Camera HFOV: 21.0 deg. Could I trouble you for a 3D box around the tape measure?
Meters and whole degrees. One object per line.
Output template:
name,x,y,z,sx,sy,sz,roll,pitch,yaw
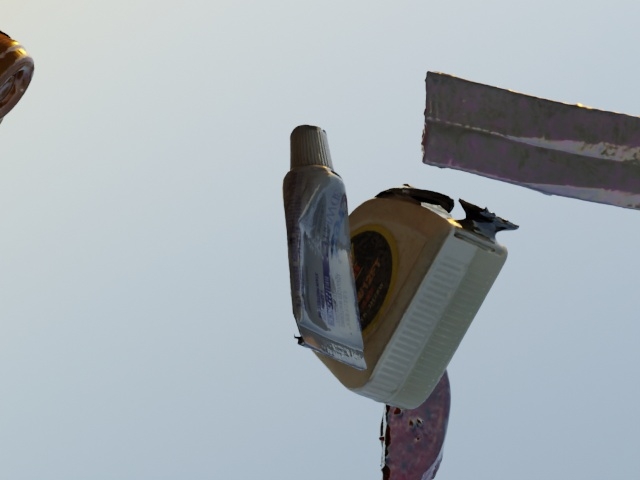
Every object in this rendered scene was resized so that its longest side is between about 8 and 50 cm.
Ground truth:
tape measure,0.101,0.041,2.044,0.271,0.133,0.231,-63,-148,13

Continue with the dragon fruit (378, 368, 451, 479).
dragon fruit,0.122,0.216,2.339,0.282,0.100,0.344,97,-6,-73

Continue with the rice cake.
rice cake,0.249,-0.101,1.832,0.050,0.297,0.106,-44,145,-82

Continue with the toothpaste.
toothpaste,-0.002,0.000,1.870,0.068,0.099,0.282,125,-36,-52

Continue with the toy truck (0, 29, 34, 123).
toy truck,-0.405,-0.107,1.512,0.288,0.204,0.212,-47,169,-42
